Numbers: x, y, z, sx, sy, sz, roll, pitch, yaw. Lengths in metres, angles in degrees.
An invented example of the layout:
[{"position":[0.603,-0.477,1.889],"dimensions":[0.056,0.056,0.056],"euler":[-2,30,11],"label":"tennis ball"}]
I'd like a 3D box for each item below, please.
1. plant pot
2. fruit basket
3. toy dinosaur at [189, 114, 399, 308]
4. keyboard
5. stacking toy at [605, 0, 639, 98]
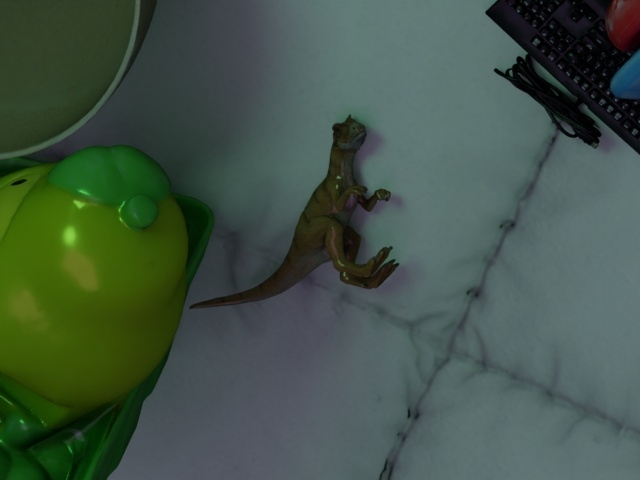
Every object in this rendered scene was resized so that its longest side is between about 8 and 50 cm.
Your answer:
[{"position":[-0.229,-0.224,1.234],"dimensions":[0.284,0.191,0.284],"euler":[7,117,13],"label":"plant pot"},{"position":[-0.226,0.061,1.262],"dimensions":[0.283,0.392,0.392],"euler":[13,119,11],"label":"fruit basket"},{"position":[0.000,0.000,1.362],"dimensions":[0.112,0.064,0.211],"euler":[38,113,17],"label":"toy dinosaur"},{"position":[0.201,-0.111,1.247],"dimensions":[0.192,0.038,0.100],"euler":[41,120,-5],"label":"keyboard"},{"position":[0.181,-0.257,1.133],"dimensions":[0.302,0.175,0.166],"euler":[47,126,7],"label":"stacking toy"}]
